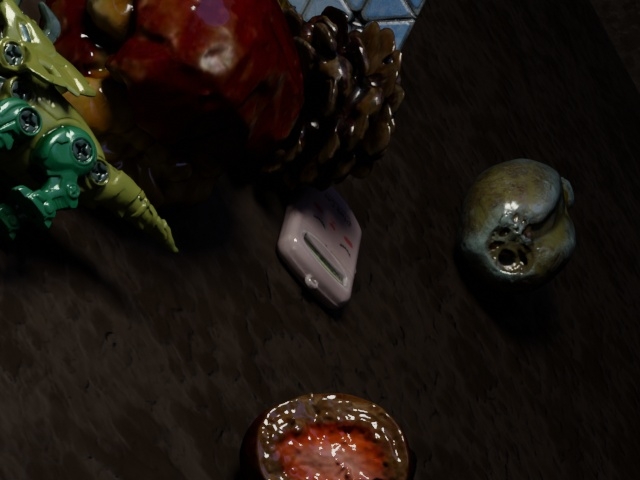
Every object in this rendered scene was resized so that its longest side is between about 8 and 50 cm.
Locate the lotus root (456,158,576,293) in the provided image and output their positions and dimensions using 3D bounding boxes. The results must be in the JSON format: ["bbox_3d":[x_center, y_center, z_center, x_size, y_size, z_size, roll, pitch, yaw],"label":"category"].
[{"bbox_3d":[0.253,-0.028,2.024,0.322,0.140,0.158,-43,116,-72],"label":"lotus root"}]

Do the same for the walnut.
[{"bbox_3d":[-0.124,-0.139,1.375,0.269,0.221,0.244,28,68,-57],"label":"walnut"}]

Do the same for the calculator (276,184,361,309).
[{"bbox_3d":[0.000,0.000,1.630,0.100,0.032,0.175,48,26,-21],"label":"calculator"}]

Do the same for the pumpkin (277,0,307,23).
[{"bbox_3d":[-0.058,-0.282,1.871,0.101,0.035,0.073,49,13,-10],"label":"pumpkin"}]

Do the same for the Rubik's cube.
[{"bbox_3d":[0.069,-0.243,1.947,0.211,0.190,0.178,17,63,-50],"label":"Rubik's cube"}]

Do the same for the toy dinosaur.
[{"bbox_3d":[-0.205,-0.062,1.205,0.259,0.094,0.153,54,52,-23],"label":"toy dinosaur"}]

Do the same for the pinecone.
[{"bbox_3d":[-0.020,-0.148,1.588,0.204,0.179,0.184,25,69,-28],"label":"pinecone"}]

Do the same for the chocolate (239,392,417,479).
[{"bbox_3d":[-0.001,0.182,1.295,0.133,0.127,0.124,35,38,-11],"label":"chocolate"}]
